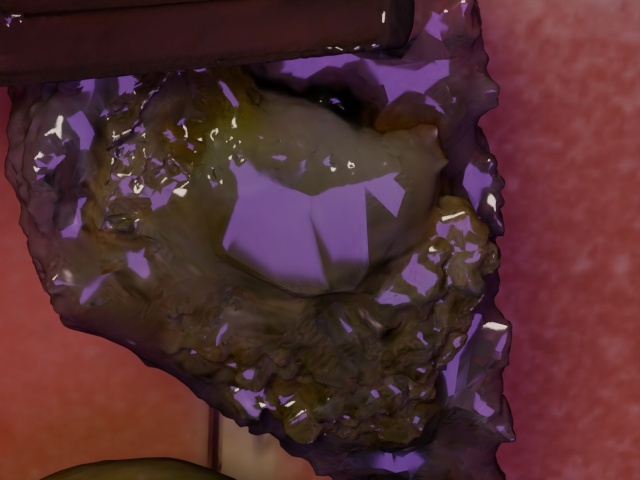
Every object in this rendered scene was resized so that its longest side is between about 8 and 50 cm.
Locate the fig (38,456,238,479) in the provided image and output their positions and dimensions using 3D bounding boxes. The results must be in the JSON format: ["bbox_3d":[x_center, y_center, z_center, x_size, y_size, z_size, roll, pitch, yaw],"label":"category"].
[{"bbox_3d":[-0.035,0.177,0.689,0.233,0.167,0.167,32,106,-23],"label":"fig"}]

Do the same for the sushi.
[{"bbox_3d":[-0.020,0.001,0.637,0.161,0.107,0.241,-8,119,-5],"label":"sushi"}]

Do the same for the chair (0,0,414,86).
[{"bbox_3d":[-0.165,-0.115,0.512,0.326,0.183,0.176,-4,91,30],"label":"chair"}]
